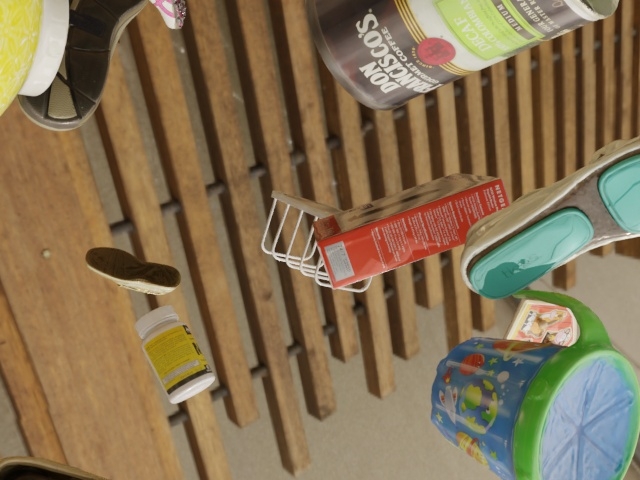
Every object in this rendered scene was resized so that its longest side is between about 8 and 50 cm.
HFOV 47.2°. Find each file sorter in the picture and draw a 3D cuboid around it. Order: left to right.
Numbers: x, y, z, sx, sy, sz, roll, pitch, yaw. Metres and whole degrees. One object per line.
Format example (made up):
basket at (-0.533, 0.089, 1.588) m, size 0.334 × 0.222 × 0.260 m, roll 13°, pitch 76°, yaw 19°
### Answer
file sorter at (0.000, 0.000, 1.874) m, size 0.193 × 0.173 × 0.278 m, roll 13°, pitch -172°, yaw -38°

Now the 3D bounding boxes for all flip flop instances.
flip flop at (-0.261, -0.238, 0.811) m, size 0.112 × 0.276 × 0.080 m, roll 21°, pitch 157°, yaw -22°

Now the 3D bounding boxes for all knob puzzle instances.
knob puzzle at (0.458, 0.204, 1.500) m, size 0.213 × 0.213 × 0.030 m, roll -17°, pitch -147°, yaw -17°

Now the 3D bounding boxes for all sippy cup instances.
sippy cup at (0.284, 0.238, 1.027) m, size 0.224 × 0.240 × 0.305 m, roll 10°, pitch -123°, yaw 54°

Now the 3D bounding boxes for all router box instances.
router box at (0.142, -0.028, 1.274) m, size 0.301 × 0.082 × 0.335 m, roll -19°, pitch -173°, yaw 0°

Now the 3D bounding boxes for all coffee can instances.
coffee can at (0.149, -0.283, 0.800) m, size 0.275 × 0.201 × 0.201 m, roll -17°, pitch -166°, yaw 42°

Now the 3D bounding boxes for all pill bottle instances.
pill bottle at (-0.347, 0.266, 1.725) m, size 0.119 × 0.208 × 0.119 m, roll -30°, pitch 166°, yaw -8°

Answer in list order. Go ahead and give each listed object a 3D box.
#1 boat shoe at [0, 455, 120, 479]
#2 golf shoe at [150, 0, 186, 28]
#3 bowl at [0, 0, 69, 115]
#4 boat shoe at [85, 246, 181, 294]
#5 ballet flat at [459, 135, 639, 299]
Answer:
boat shoe at (-0.230, 0.324, 0.819) m, size 0.303 × 0.098 × 0.109 m, roll 21°, pitch -135°, yaw 5°
golf shoe at (-0.285, -0.448, 1.263) m, size 0.086 × 0.186 × 0.067 m, roll -3°, pitch -129°, yaw 7°
bowl at (-0.311, -0.194, 0.619) m, size 0.156 × 0.289 × 0.290 m, roll 4°, pitch -170°, yaw -42°
boat shoe at (-0.268, 0.049, 1.035) m, size 0.135 × 0.045 × 0.050 m, roll 21°, pitch -130°, yaw -20°
ballet flat at (0.359, -0.058, 0.961) m, size 0.400 × 0.139 × 0.139 m, roll -28°, pitch -162°, yaw 21°
